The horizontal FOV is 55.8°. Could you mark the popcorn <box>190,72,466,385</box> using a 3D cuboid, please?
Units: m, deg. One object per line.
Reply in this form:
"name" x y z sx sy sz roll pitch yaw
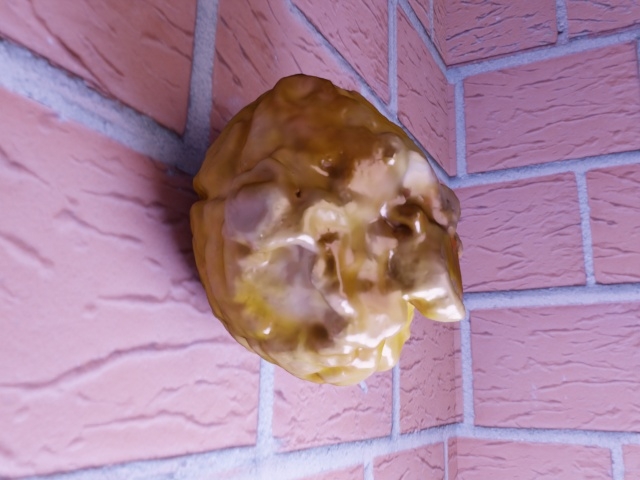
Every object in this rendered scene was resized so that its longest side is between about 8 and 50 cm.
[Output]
"popcorn" -0.010 -0.011 0.790 0.344 0.354 0.390 28 15 -36
